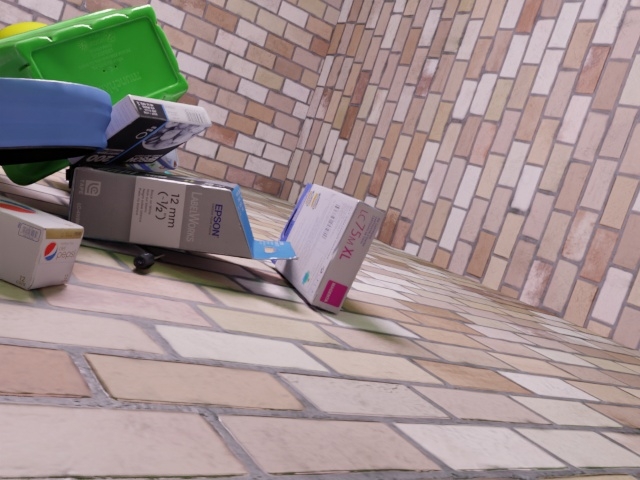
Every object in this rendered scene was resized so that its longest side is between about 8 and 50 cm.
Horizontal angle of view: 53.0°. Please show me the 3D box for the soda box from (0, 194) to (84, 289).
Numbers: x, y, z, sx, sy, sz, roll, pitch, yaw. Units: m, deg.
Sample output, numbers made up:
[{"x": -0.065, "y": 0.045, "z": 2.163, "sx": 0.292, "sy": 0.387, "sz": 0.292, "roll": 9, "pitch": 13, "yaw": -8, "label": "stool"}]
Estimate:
[{"x": -0.373, "y": -0.017, "z": 0.694, "sx": 0.216, "sy": 0.069, "sz": 0.074, "roll": 20, "pitch": 6, "yaw": 10, "label": "soda box"}]

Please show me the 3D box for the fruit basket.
[{"x": -0.492, "y": -0.291, "z": 1.205, "sx": 0.391, "sy": 0.283, "sz": 0.392, "roll": -21, "pitch": 17, "yaw": 7, "label": "fruit basket"}]

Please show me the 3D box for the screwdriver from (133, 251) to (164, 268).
[{"x": -0.246, "y": 0.026, "z": 0.957, "sx": 0.025, "sy": 0.024, "sz": 0.170, "roll": -10, "pitch": 2, "yaw": 3, "label": "screwdriver"}]

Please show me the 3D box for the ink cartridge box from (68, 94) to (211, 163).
[{"x": -0.320, "y": -0.166, "z": 1.076, "sx": 0.208, "sy": 0.045, "sz": 0.206, "roll": -26, "pitch": -4, "yaw": 23, "label": "ink cartridge box"}]

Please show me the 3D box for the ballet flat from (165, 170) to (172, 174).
[{"x": -0.378, "y": -0.125, "z": 1.624, "sx": 0.280, "sy": 0.096, "sz": 0.095, "roll": 22, "pitch": 10, "yaw": 15, "label": "ballet flat"}]

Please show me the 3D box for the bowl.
[{"x": -0.467, "y": -0.137, "z": 0.821, "sx": 0.390, "sy": 0.077, "sz": 0.391, "roll": -5, "pitch": 6, "yaw": 1, "label": "bowl"}]

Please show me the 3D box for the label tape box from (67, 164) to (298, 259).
[{"x": -0.209, "y": -0.050, "z": 1.079, "sx": 0.347, "sy": 0.115, "sz": 0.249, "roll": 6, "pitch": 6, "yaw": -6, "label": "label tape box"}]

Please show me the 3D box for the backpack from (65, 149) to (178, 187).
[{"x": -0.443, "y": -0.222, "z": 1.454, "sx": 0.213, "sy": 0.277, "sz": 0.263, "roll": -10, "pitch": -19, "yaw": 0, "label": "backpack"}]

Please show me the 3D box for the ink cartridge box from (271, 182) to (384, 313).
[{"x": 0.000, "y": 0.000, "z": 1.171, "sx": 0.065, "sy": 0.186, "sz": 0.311, "roll": 24, "pitch": 3, "yaw": -22, "label": "ink cartridge box"}]
